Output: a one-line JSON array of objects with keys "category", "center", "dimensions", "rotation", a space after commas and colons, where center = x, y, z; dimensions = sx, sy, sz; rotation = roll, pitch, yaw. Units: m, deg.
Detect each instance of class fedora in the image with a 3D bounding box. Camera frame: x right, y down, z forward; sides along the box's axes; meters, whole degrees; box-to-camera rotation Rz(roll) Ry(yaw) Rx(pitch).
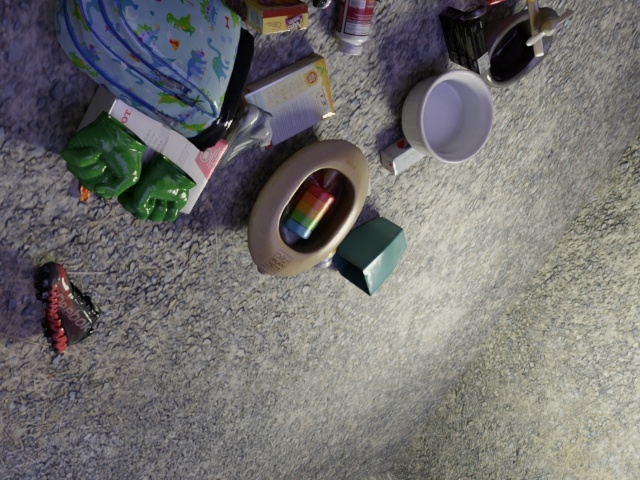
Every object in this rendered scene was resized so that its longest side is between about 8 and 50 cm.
[{"category": "fedora", "center": [0.593, -0.626, 1.647], "dimensions": [0.276, 0.124, 0.243], "rotation": [-37, 139, -1]}]

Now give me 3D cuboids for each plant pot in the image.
[{"category": "plant pot", "center": [0.187, 0.037, 1.834], "dimensions": [0.234, 0.166, 0.165], "rotation": [-42, 141, -17]}]

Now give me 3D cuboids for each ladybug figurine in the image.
[{"category": "ladybug figurine", "center": [-0.051, -0.097, 1.476], "dimensions": [0.305, 0.162, 0.449], "rotation": [38, 91, -36]}]

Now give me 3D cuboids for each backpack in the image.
[{"category": "backpack", "center": [-0.303, -0.377, 0.972], "dimensions": [0.356, 0.273, 0.289], "rotation": [23, 71, -30]}]

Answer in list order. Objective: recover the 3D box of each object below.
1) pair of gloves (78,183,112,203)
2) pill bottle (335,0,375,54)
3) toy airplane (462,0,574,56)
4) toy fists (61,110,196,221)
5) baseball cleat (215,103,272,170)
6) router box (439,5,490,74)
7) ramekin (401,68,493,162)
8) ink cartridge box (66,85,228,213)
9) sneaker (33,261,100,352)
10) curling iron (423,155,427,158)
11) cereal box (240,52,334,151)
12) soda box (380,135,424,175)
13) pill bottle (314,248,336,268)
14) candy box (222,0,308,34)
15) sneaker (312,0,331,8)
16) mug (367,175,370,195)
[{"category": "pair of gloves", "center": [-0.515, -0.122, 1.190], "dimensions": [0.083, 0.010, 0.074], "rotation": [3, 119, -46]}, {"category": "pill bottle", "center": [0.085, -0.553, 1.292], "dimensions": [0.086, 0.086, 0.151], "rotation": [-15, 132, -32]}, {"category": "toy airplane", "center": [0.550, -0.730, 1.347], "dimensions": [0.386, 0.273, 0.383], "rotation": [15, 82, -49]}, {"category": "toy fists", "center": [-0.383, -0.128, 1.048], "dimensions": [0.142, 0.096, 0.279], "rotation": [-46, 142, 3]}, {"category": "baseball cleat", "center": [-0.189, -0.241, 1.286], "dimensions": [0.110, 0.072, 0.206], "rotation": [21, 129, -27]}, {"category": "router box", "center": [0.429, -0.591, 1.525], "dimensions": [0.046, 0.133, 0.179], "rotation": [-42, 141, -3]}, {"category": "ramekin", "center": [0.387, -0.384, 1.599], "dimensions": [0.278, 0.135, 0.276], "rotation": [-6, 105, -23]}, {"category": "ink cartridge box", "center": [-0.384, -0.203, 1.151], "dimensions": [0.283, 0.117, 0.207], "rotation": [19, 110, -48]}, {"category": "sneaker", "center": [-0.618, 0.155, 1.267], "dimensions": [0.135, 0.097, 0.275], "rotation": [-15, 134, -32]}, {"category": "curling iron", "center": [0.444, -0.391, 1.787], "dimensions": [0.274, 0.035, 0.068], "rotation": [-47, 137, 0]}, {"category": "cereal box", "center": [-0.084, -0.358, 1.339], "dimensions": [0.240, 0.047, 0.172], "rotation": [-30, 138, -17]}, {"category": "soda box", "center": [0.305, -0.309, 1.708], "dimensions": [0.216, 0.069, 0.073], "rotation": [-33, 139, -14]}, {"category": "pill bottle", "center": [0.000, 0.000, 1.674], "dimensions": [0.103, 0.103, 0.184], "rotation": [-23, 135, -25]}, {"category": "candy box", "center": [-0.121, -0.493, 1.081], "dimensions": [0.109, 0.187, 0.053], "rotation": [-21, 136, -28]}, {"category": "sneaker", "center": [-0.006, -0.629, 1.175], "dimensions": [0.077, 0.072, 0.178], "rotation": [-5, 118, -25]}, {"category": "mug", "center": [0.136, -0.189, 1.682], "dimensions": [0.062, 0.078, 0.064], "rotation": [2, 118, -4]}]
